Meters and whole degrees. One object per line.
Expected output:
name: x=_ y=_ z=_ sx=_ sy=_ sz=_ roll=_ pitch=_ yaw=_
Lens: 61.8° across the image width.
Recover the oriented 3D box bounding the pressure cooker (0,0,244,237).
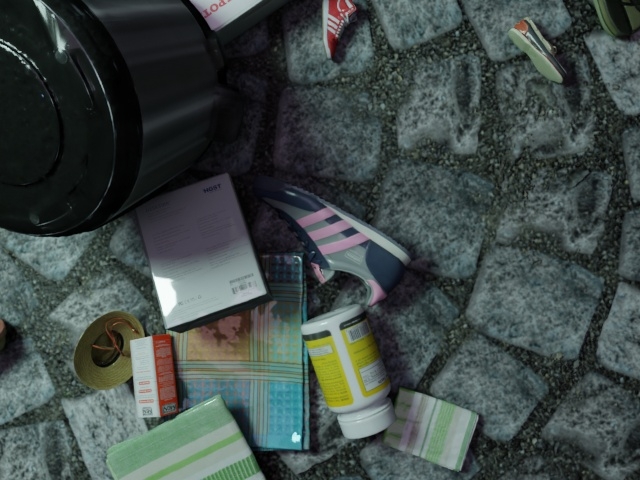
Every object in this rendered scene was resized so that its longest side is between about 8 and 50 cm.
pressure cooker: x=-0.346 y=-0.237 z=0.837 sx=0.375 sy=0.420 sz=0.370 roll=-26 pitch=106 yaw=24

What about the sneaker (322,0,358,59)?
sneaker: x=0.038 y=-0.396 z=0.993 sx=0.067 sy=0.042 sz=0.118 roll=-2 pitch=86 yaw=6

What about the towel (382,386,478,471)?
towel: x=0.200 y=0.343 z=0.980 sx=0.152 sy=0.023 sz=0.113 roll=19 pitch=87 yaw=5

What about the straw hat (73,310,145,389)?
straw hat: x=-0.398 y=0.196 z=0.986 sx=0.061 sy=0.144 sz=0.145 roll=7 pitch=89 yaw=41

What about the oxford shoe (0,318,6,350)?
oxford shoe: x=-0.767 y=0.246 z=0.993 sx=0.397 sy=0.140 sz=0.147 roll=-15 pitch=119 yaw=-2

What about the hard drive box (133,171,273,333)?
hard drive box: x=-0.205 y=0.022 z=0.941 sx=0.181 sy=0.089 sz=0.232 roll=-19 pitch=76 yaw=-2

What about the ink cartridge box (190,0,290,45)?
ink cartridge box: x=-0.195 y=-0.523 z=0.950 sx=0.211 sy=0.121 sz=0.289 roll=-33 pitch=96 yaw=2

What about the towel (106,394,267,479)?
towel: x=-0.209 y=0.468 z=0.962 sx=0.247 sy=0.038 sz=0.325 roll=-27 pitch=95 yaw=4

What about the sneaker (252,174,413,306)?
sneaker: x=0.000 y=0.000 z=0.951 sx=0.319 sy=0.112 sz=0.131 roll=30 pitch=87 yaw=4

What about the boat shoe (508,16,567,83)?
boat shoe: x=0.403 y=-0.347 z=0.974 sx=0.043 sy=0.049 sz=0.137 roll=-39 pitch=82 yaw=-1

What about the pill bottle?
pill bottle: x=0.052 y=0.228 z=0.939 sx=0.119 sy=0.119 sz=0.209 roll=-19 pitch=88 yaw=2

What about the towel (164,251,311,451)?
towel: x=-0.155 y=0.206 z=0.989 sx=0.271 sy=0.040 sz=0.370 roll=-1 pitch=88 yaw=2

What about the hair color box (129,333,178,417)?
hair color box: x=-0.303 y=0.245 z=0.970 sx=0.072 sy=0.043 sz=0.141 roll=-15 pitch=78 yaw=36

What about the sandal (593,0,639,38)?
sandal: x=0.502 y=-0.512 z=0.960 sx=0.120 sy=0.086 sz=0.303 roll=-17 pitch=102 yaw=-3
